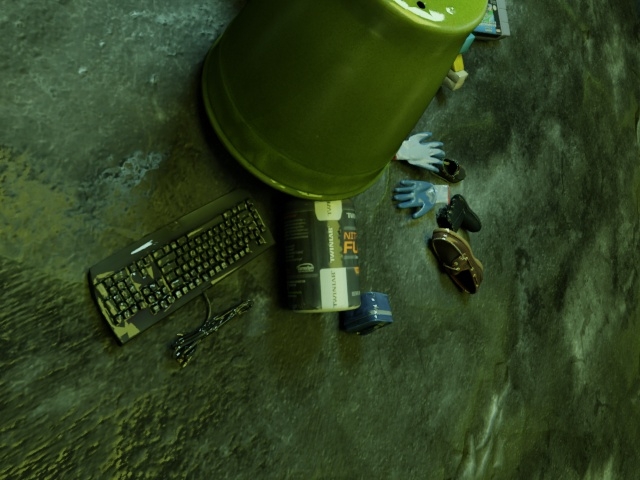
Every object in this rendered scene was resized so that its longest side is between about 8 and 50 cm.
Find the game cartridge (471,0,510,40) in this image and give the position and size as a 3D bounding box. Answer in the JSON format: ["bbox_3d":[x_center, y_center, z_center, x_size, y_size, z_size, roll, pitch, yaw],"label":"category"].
[{"bbox_3d":[0.383,-0.647,1.499,0.354,0.068,0.231,-15,91,-43],"label":"game cartridge"}]

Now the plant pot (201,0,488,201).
[{"bbox_3d":[0.045,-0.298,0.857,0.366,0.353,0.367,11,64,-23],"label":"plant pot"}]

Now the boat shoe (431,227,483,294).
[{"bbox_3d":[0.325,0.052,1.352,0.207,0.073,0.073,41,57,-32],"label":"boat shoe"}]

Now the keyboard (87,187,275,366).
[{"bbox_3d":[-0.187,0.063,0.895,0.317,0.033,0.202,-35,110,-39],"label":"keyboard"}]

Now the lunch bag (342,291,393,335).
[{"bbox_3d":[0.087,0.146,1.102,0.067,0.098,0.065,14,58,-40],"label":"lunch bag"}]

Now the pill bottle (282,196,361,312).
[{"bbox_3d":[0.000,0.000,1.010,0.130,0.130,0.246,-1,86,-44],"label":"pill bottle"}]

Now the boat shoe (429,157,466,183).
[{"bbox_3d":[0.320,-0.170,1.395,0.132,0.042,0.049,10,76,-44],"label":"boat shoe"}]

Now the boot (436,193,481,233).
[{"bbox_3d":[0.338,-0.045,1.395,0.121,0.045,0.099,53,50,-16],"label":"boot"}]

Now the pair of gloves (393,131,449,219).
[{"bbox_3d":[0.225,-0.147,1.294,0.159,0.023,0.199,-3,88,-28],"label":"pair of gloves"}]

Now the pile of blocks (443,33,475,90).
[{"bbox_3d":[0.264,-0.522,1.308,0.112,0.148,0.363,-31,107,-41],"label":"pile of blocks"}]
